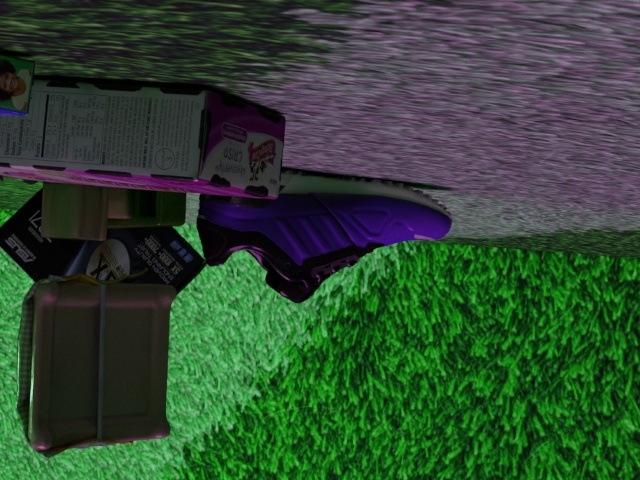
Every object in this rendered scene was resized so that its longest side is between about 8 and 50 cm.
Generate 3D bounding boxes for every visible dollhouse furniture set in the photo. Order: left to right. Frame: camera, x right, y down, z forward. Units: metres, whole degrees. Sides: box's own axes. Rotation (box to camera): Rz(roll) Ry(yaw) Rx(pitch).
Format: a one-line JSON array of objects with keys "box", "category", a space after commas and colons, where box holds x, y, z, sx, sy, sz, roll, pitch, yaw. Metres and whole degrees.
[{"box": [-0.244, 0.041, 1.633, 0.151, 0.302, 0.197, 1, 178, 33], "category": "dollhouse furniture set"}]

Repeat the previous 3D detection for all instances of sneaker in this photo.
[{"box": [-0.001, 0.000, 1.963, 0.293, 0.146, 0.102, 7, 178, -14], "category": "sneaker"}]

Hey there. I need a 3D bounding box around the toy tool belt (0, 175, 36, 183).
[{"box": [-0.315, -0.091, 1.862, 0.051, 0.052, 0.083, -33, 158, 32], "category": "toy tool belt"}]

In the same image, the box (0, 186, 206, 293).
[{"box": [-0.234, 0.011, 1.874, 0.180, 0.147, 0.077, 47, 175, -3], "category": "box"}]

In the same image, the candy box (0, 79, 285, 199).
[{"box": [-0.164, -0.078, 1.345, 0.233, 0.071, 0.159, 6, 178, 21], "category": "candy box"}]

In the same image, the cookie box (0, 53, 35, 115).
[{"box": [-0.260, -0.110, 1.166, 0.091, 0.040, 0.107, 5, 178, 41], "category": "cookie box"}]
